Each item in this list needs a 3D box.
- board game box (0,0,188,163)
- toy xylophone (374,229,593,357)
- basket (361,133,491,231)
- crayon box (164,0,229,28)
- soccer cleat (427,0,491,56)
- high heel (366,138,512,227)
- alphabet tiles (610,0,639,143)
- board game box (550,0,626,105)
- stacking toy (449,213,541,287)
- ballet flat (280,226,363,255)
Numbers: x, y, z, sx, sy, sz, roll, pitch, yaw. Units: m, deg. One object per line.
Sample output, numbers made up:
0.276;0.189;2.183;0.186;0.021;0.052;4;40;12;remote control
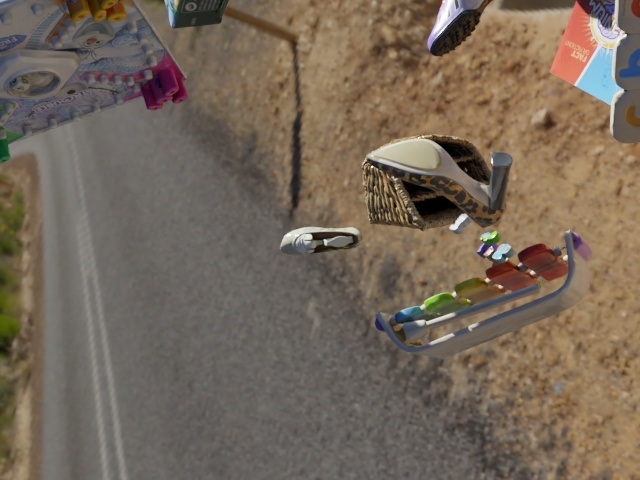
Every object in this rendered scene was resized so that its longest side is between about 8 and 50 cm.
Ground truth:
-0.421;-0.230;1.456;0.390;0.390;0.050;60;-169;-75;board game box
0.230;0.082;1.381;0.236;0.322;0.081;37;-147;-68;toy xylophone
0.283;-0.157;2.480;0.223;0.299;0.213;8;108;56;basket
-0.201;-0.500;1.437;0.203;0.083;0.323;137;121;-69;crayon box
0.341;-0.577;2.365;0.318;0.116;0.108;-51;-19;-5;soccer cleat
0.211;-0.090;1.806;0.186;0.261;0.093;89;-171;-51;high heel
0.426;-0.193;0.998;0.021;0.278;0.284;-109;13;-64;alphabet tiles
0.585;-0.429;1.901;0.242;0.064;0.317;49;127;54;board game box
0.397;0.023;2.231;0.052;0.167;0.221;-48;18;-4;stacking toy
0.000;0.000;1.974;0.052;0.168;0.057;-76;-23;-80;ballet flat
